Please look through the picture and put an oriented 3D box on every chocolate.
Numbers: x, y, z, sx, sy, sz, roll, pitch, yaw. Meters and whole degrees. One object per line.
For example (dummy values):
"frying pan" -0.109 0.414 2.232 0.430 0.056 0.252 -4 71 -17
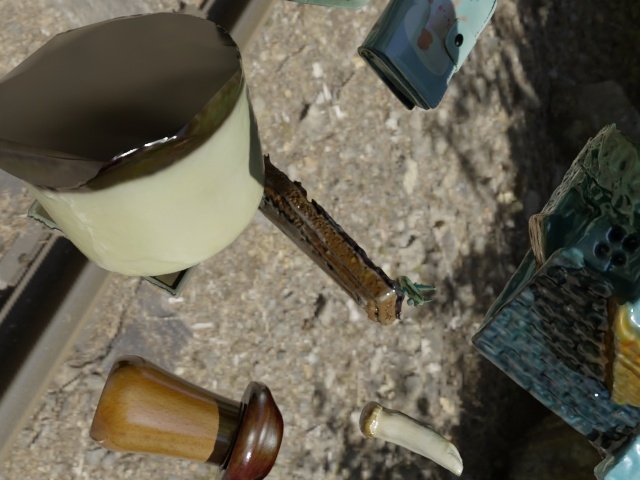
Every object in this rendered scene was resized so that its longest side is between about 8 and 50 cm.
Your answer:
"chocolate" -0.005 0.001 1.188 0.065 0.329 0.102 -35 149 -18
"chocolate" -0.224 -0.096 1.056 0.326 0.314 0.297 -55 145 -43

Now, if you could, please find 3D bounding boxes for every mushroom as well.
"mushroom" 0.168 0.363 1.512 0.071 0.209 0.084 -63 169 -11

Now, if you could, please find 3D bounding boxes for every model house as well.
"model house" 0.261 0.076 0.685 0.261 0.241 0.226 38 9 4

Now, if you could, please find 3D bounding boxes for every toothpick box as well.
"toothpick box" -0.207 0.293 1.322 0.294 0.192 0.192 19 64 -8

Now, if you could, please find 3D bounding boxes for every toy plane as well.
"toy plane" 0.161 0.090 1.453 0.080 0.083 0.033 -18 129 -19

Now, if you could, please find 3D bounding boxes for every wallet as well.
"wallet" 0.176 -0.349 1.316 0.176 0.075 0.250 41 74 -37

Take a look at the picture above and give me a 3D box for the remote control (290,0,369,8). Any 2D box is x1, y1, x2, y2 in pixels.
"remote control" -0.040 -0.347 1.063 0.042 0.222 0.072 -80 178 -64

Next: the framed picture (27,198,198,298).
"framed picture" -0.297 -0.063 1.331 0.213 0.289 0.016 -60 170 -16

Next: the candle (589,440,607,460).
"candle" 0.540 0.270 1.512 0.330 0.187 0.187 54 46 -31
